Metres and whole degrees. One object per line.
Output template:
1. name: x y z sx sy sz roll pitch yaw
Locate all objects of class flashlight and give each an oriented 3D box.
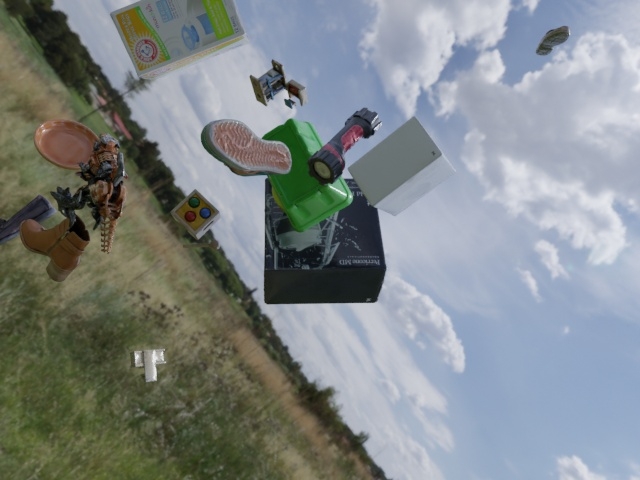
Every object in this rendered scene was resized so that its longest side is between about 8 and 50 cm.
1. flashlight: 0.081 -0.286 1.553 0.103 0.304 0.103 -9 -59 50

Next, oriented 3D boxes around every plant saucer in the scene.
1. plant saucer: -0.807 -0.302 1.662 0.200 0.200 0.037 53 -48 9

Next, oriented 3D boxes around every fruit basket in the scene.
1. fruit basket: -0.071 -0.220 1.908 0.392 0.283 0.392 57 10 -16

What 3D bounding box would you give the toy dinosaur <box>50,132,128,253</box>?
1. toy dinosaur: -0.607 -0.130 1.421 0.164 0.218 0.322 36 43 -40

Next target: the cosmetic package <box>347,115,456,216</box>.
1. cosmetic package: 0.229 -0.195 1.437 0.138 0.224 0.224 58 17 15

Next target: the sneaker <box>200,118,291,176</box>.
1. sneaker: -0.193 -0.202 1.226 0.302 0.121 0.108 11 76 -61

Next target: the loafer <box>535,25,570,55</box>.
1. loafer: 0.529 -0.465 1.188 0.045 0.039 0.125 10 -3 -1

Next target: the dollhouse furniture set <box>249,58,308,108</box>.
1. dollhouse furniture set: -0.165 -0.603 2.066 0.183 0.129 0.129 38 -20 29

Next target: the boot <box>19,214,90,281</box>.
1. boot: -0.932 -0.021 1.828 0.283 0.220 0.109 52 25 19

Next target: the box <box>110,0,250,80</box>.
1. box: -0.241 -0.373 0.917 0.103 0.203 0.114 -102 172 -77

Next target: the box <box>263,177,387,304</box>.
1. box: 0.000 0.000 2.198 0.297 0.479 0.472 97 -9 -56

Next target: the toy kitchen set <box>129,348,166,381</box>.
1. toy kitchen set: -0.401 0.284 1.163 0.083 0.075 0.068 12 64 -57

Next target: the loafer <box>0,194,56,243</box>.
1. loafer: -1.168 -0.065 1.978 0.095 0.302 0.109 60 -22 -14

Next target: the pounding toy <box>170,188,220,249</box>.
1. pounding toy: -0.449 -0.051 1.916 0.206 0.181 0.094 43 -14 4
